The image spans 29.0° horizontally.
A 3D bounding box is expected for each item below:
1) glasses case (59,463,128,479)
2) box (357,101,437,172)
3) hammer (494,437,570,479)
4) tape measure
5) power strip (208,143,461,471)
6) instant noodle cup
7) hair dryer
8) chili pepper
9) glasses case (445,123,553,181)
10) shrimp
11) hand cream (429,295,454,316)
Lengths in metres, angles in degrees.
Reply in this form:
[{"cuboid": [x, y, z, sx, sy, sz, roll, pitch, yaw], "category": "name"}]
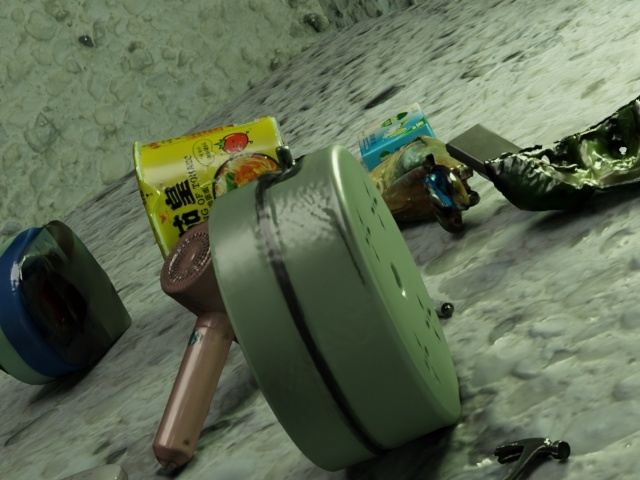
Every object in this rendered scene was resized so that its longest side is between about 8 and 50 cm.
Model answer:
[{"cuboid": [-0.344, 0.352, 1.660, 0.193, 0.049, 0.074, -23, 17, 18], "category": "glasses case"}, {"cuboid": [0.150, -0.186, 2.383, 0.139, 0.073, 0.194, -28, 16, 7], "category": "box"}, {"cuboid": [0.153, 0.252, 1.170, 0.201, 0.021, 0.078, -39, 19, -32], "category": "hammer"}, {"cuboid": [-0.504, 0.130, 2.243, 0.138, 0.259, 0.262, -21, 23, 29], "category": "tape measure"}, {"cuboid": [0.013, 0.064, 1.368, 0.161, 0.357, 0.357, -24, 17, 11], "category": "power strip"}, {"cuboid": [-0.155, -0.061, 2.159, 0.254, 0.325, 0.325, -19, 17, 1], "category": "instant noodle cup"}, {"cuboid": [-0.144, 0.170, 1.713, 0.125, 0.210, 0.352, -15, 46, 44], "category": "hair dryer"}, {"cuboid": [0.368, -0.107, 1.735, 0.264, 0.116, 0.148, -18, 60, 17], "category": "chili pepper"}, {"cuboid": [0.277, -0.118, 1.890, 0.072, 0.042, 0.190, -28, 39, -22], "category": "glasses case"}, {"cuboid": [0.148, -0.088, 2.061, 0.221, 0.110, 0.445, -37, 14, -6], "category": "shrimp"}, {"cuboid": [0.155, 0.091, 1.665, 0.030, 0.019, 0.093, -35, 10, -13], "category": "hand cream"}]
